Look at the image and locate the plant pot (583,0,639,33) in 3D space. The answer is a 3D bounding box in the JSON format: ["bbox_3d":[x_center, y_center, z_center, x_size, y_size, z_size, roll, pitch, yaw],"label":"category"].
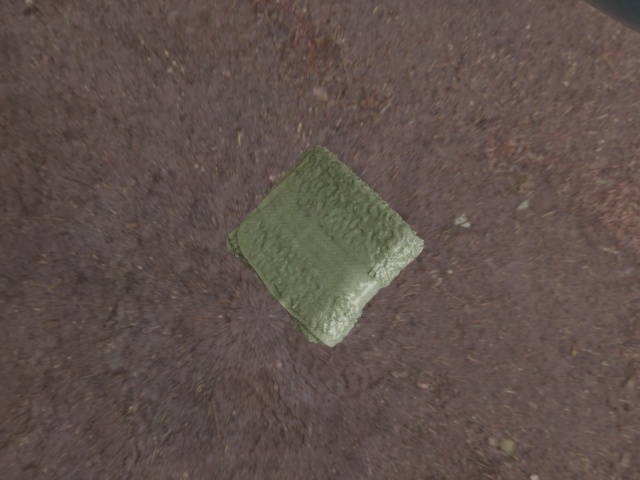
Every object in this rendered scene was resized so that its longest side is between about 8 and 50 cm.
[{"bbox_3d":[0.210,-0.188,0.382,0.255,0.271,0.272,26,83,-35],"label":"plant pot"}]

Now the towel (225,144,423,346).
[{"bbox_3d":[0.000,0.000,0.655,0.110,0.027,0.148,-48,46,1],"label":"towel"}]
